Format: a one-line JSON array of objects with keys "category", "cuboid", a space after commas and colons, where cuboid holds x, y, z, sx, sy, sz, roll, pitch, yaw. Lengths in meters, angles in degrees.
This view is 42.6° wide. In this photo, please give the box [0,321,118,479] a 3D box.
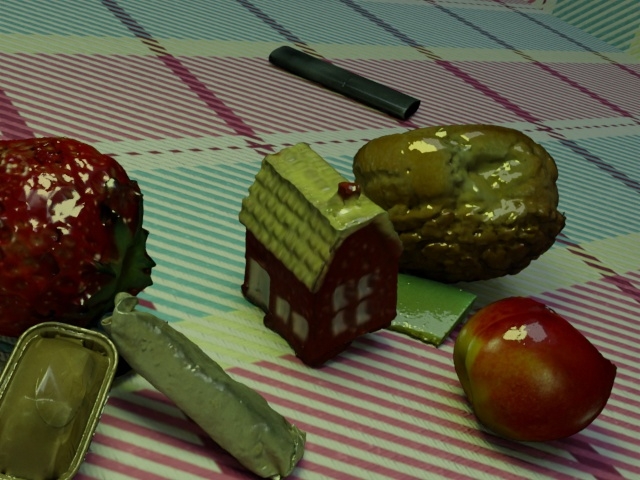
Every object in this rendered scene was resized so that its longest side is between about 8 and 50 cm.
[{"category": "box", "cuboid": [-0.274, 0.167, 0.823, 0.111, 0.111, 0.177, 14, 50, -4]}]

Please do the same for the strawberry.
[{"category": "strawberry", "cuboid": [-0.348, -0.008, 0.966, 0.288, 0.250, 0.238, 24, 36, 8]}]

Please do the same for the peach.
[{"category": "peach", "cuboid": [0.274, 0.161, 1.058, 0.192, 0.190, 0.190, -12, 37, -11]}]

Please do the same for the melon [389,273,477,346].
[{"category": "melon", "cuboid": [0.100, 0.100, 1.232, 0.261, 0.053, 0.114, 11, 48, -2]}]

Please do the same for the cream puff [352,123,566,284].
[{"category": "cream puff", "cuboid": [0.209, -0.047, 1.287, 0.327, 0.231, 0.343, -2, -6, 35]}]

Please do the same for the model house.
[{"category": "model house", "cuboid": [0.000, 0.000, 1.091, 0.160, 0.254, 0.196, -20, 46, -27]}]

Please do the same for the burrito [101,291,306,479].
[{"category": "burrito", "cuboid": [-0.132, 0.162, 0.914, 0.275, 0.059, 0.082, 41, 28, -6]}]

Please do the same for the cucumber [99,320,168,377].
[{"category": "cucumber", "cuboid": [-0.249, 0.140, 0.970, 0.053, 0.053, 0.181, 34, 33, 27]}]

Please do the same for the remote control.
[{"category": "remote control", "cuboid": [0.057, -0.387, 1.997, 0.377, 0.044, 0.107, 26, 36, 16]}]
